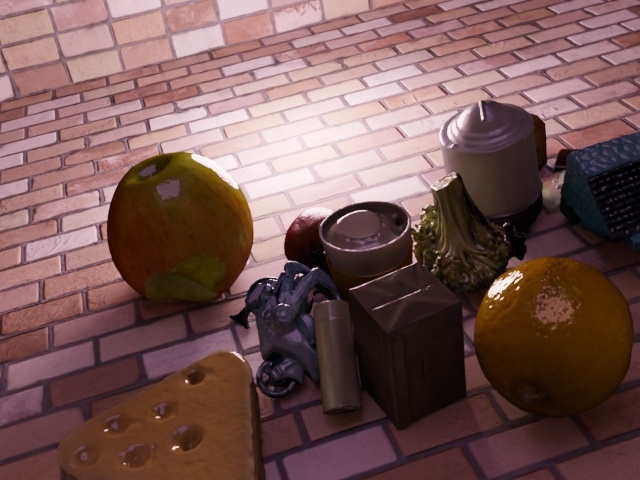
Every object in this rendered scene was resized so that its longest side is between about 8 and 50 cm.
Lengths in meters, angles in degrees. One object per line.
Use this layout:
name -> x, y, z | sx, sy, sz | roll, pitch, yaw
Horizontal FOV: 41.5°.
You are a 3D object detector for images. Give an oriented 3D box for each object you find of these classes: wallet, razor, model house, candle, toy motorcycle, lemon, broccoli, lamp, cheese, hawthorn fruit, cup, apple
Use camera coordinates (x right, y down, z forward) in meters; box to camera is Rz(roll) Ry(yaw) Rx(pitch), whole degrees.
wallet -> 0.685, -0.195, 2.129 | 0.176, 0.026, 0.095 | 5, 42, 22
razor -> -0.108, 0.127, 1.854 | 0.190, 0.033, 0.066 | -31, 39, -30
model house -> 0.694, -0.082, 1.828 | 0.261, 0.226, 0.241 | -18, 49, -6
candle -> 0.387, -0.184, 1.917 | 0.221, 0.342, 0.221 | -10, 36, 8
toy motorcycle -> -0.039, 0.175, 1.661 | 0.206, 0.154, 0.260 | -9, 61, -5
lemon -> 0.398, 0.165, 1.448 | 0.293, 0.293, 0.293 | -7, 33, 5
broccoli -> 0.303, -0.026, 1.778 | 0.247, 0.243, 0.263 | -10, 25, 24
lamp -> 0.479, -0.243, 2.144 | 0.185, 0.161, 0.161 | -1, 34, 15
cheese -> -0.276, 0.370, 1.469 | 0.384, 0.104, 0.384 | -6, 34, 4
hawthorn fruit -> 0.000, 0.000, 1.902 | 0.169, 0.169, 0.188 | -8, 30, 4
cup -> 0.106, 0.035, 1.760 | 0.185, 0.226, 0.241 | -8, 32, 6
apple -> -0.321, -0.033, 1.909 | 0.340, 0.339, 0.339 | -7, 33, 5

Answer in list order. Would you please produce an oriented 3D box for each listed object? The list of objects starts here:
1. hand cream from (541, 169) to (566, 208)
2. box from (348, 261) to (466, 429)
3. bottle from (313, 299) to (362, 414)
hand cream -> 0.673, -0.150, 2.024 | 0.306, 0.093, 0.147 | -17, 31, 8
box -> 0.158, 0.188, 1.508 | 0.149, 0.231, 0.155 | -22, 35, -17
bottle -> 0.030, 0.215, 1.556 | 0.072, 0.072, 0.201 | -8, 69, 4
